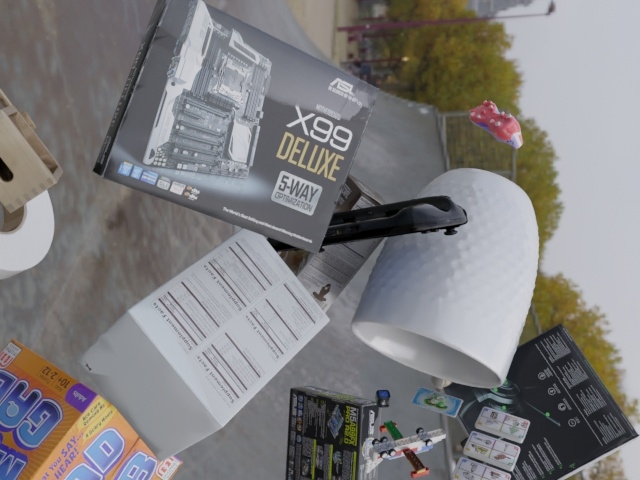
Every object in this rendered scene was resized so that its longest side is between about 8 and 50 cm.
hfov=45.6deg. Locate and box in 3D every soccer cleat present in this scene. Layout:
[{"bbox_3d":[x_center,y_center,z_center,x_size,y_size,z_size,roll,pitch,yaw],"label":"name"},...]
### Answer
[{"bbox_3d":[0.481,-0.319,2.100,0.095,0.083,0.248,56,2,-22],"label":"soccer cleat"}]

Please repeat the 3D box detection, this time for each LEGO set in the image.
[{"bbox_3d":[0.182,0.310,1.182,0.182,0.244,0.060,-43,142,-54],"label":"LEGO set"}]

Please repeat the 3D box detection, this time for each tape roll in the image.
[{"bbox_3d":[-0.776,-0.099,1.748,0.392,0.072,0.392,54,22,-34],"label":"tape roll"}]

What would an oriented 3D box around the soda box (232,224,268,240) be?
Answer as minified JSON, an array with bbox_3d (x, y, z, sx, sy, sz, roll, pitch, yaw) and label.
[{"bbox_3d":[-0.110,-0.110,1.369,0.286,0.091,0.098,98,-4,-46],"label":"soda box"}]

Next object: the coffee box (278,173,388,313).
[{"bbox_3d":[0.021,0.007,1.430,0.246,0.098,0.141,-53,-156,9],"label":"coffee box"}]

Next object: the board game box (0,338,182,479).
[{"bbox_3d":[-0.616,0.508,1.729,0.356,0.356,0.356,-54,139,-21],"label":"board game box"}]

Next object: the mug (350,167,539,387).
[{"bbox_3d":[0.234,0.067,1.381,0.374,0.276,0.328,107,7,-72],"label":"mug"}]

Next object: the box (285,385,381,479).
[{"bbox_3d":[0.021,0.451,1.571,0.060,0.216,0.270,4,88,-44],"label":"box"}]

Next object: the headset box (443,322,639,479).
[{"bbox_3d":[0.403,0.341,1.453,0.246,0.283,0.131,60,-1,25],"label":"headset box"}]

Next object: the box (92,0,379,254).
[{"bbox_3d":[-0.102,-0.144,0.986,0.076,0.307,0.242,23,-88,63],"label":"box"}]

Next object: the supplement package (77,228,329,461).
[{"bbox_3d":[-0.168,0.146,1.123,0.198,0.199,0.263,51,45,-1],"label":"supplement package"}]

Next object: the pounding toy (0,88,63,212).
[{"bbox_3d":[-0.489,-0.152,1.165,0.181,0.094,0.206,57,-5,-19],"label":"pounding toy"}]

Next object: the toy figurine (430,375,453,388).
[{"bbox_3d":[0.362,0.271,1.924,0.209,0.148,0.213,100,-4,-70],"label":"toy figurine"}]

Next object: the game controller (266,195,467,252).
[{"bbox_3d":[0.064,-0.014,1.191,0.166,0.319,0.067,-22,100,-49],"label":"game controller"}]
